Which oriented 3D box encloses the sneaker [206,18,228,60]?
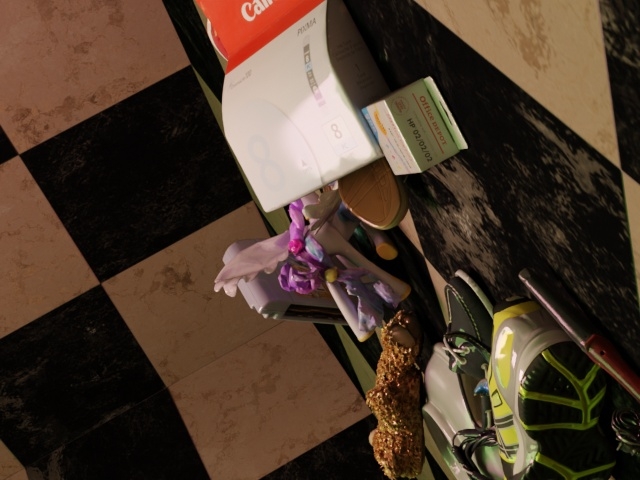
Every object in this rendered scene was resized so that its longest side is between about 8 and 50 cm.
[{"bbox_3d":[-0.191,-0.450,2.288,0.221,0.087,0.128,64,174,-32],"label":"sneaker"}]

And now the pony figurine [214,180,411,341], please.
[{"bbox_3d":[0.000,0.000,1.965,0.363,0.303,0.351,48,-157,-14],"label":"pony figurine"}]

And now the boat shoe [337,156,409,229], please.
[{"bbox_3d":[0.077,-0.115,1.737,0.089,0.104,0.285,22,-153,-40],"label":"boat shoe"}]

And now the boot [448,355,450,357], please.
[{"bbox_3d":[0.262,0.225,1.923,0.099,0.045,0.121,62,174,9],"label":"boot"}]

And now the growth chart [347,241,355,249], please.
[{"bbox_3d":[0.084,0.049,2.263,0.172,0.021,0.237,50,-175,-12],"label":"growth chart"}]

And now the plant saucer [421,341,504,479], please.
[{"bbox_3d":[0.293,0.394,2.133,0.400,0.100,0.400,59,172,13],"label":"plant saucer"}]

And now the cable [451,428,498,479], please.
[{"bbox_3d":[0.315,0.403,1.929,0.184,0.047,0.151,-9,104,49],"label":"cable"}]

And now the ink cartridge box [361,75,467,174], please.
[{"bbox_3d":[0.118,-0.144,1.405,0.104,0.061,0.181,61,172,-6],"label":"ink cartridge box"}]

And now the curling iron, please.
[{"bbox_3d":[0.299,0.127,1.208,0.035,0.068,0.274,84,161,-52],"label":"curling iron"}]

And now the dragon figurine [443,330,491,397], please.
[{"bbox_3d":[0.293,0.238,1.564,0.289,0.085,0.144,59,172,-21],"label":"dragon figurine"}]

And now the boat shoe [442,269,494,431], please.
[{"bbox_3d":[0.241,0.180,1.689,0.303,0.091,0.114,65,172,-29],"label":"boat shoe"}]

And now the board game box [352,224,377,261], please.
[{"bbox_3d":[0.087,-0.023,2.235,0.126,0.026,0.186,60,173,6],"label":"board game box"}]

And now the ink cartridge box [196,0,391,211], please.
[{"bbox_3d":[-0.066,-0.259,1.621,0.308,0.091,0.385,-23,97,54],"label":"ink cartridge box"}]

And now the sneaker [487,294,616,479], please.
[{"bbox_3d":[0.290,0.223,1.416,0.147,0.145,0.385,-115,14,-46],"label":"sneaker"}]

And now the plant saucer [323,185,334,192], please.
[{"bbox_3d":[0.028,-0.096,2.205,0.168,0.029,0.168,164,90,-83],"label":"plant saucer"}]

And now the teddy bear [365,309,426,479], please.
[{"bbox_3d":[0.152,0.308,2.210,0.245,0.113,0.338,-64,-28,-61],"label":"teddy bear"}]

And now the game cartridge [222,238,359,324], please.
[{"bbox_3d":[-0.034,0.078,2.109,0.297,0.062,0.198,8,-141,-39],"label":"game cartridge"}]
